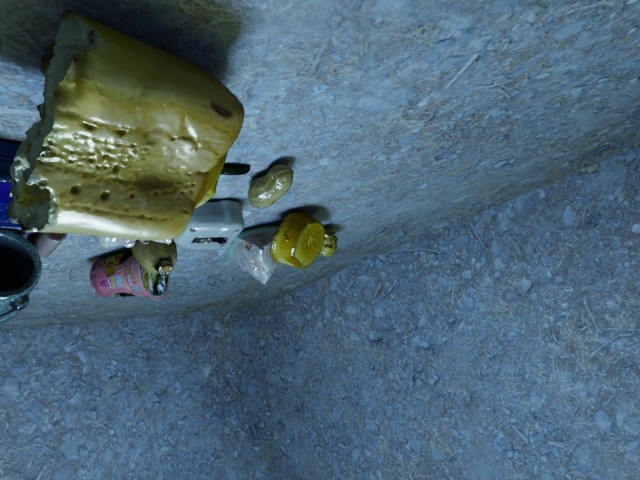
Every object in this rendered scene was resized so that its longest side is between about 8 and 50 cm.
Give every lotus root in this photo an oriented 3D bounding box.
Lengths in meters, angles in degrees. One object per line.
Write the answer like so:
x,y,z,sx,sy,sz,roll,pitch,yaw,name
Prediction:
-0.601,0.028,1.577,0.154,0.257,0.140,-9,125,-38,lotus root

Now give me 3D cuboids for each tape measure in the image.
-0.410,-0.046,1.591,0.264,0.130,0.258,-5,165,-29,tape measure

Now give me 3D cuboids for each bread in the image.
-0.351,-0.190,0.822,0.394,0.250,0.361,3,124,-52,bread
-0.090,-0.004,1.826,0.145,0.269,0.268,23,-177,29,bread

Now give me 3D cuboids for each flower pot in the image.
-1.050,0.128,1.377,0.282,0.299,0.299,-31,158,29,flower pot

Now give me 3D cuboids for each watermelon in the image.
-0.262,0.045,1.905,0.309,0.232,0.193,-4,128,2,watermelon

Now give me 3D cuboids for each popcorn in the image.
0.014,0.003,2.115,0.163,0.140,0.194,13,175,45,popcorn

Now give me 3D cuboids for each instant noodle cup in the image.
-0.794,0.143,1.789,0.254,0.244,0.244,-7,166,8,instant noodle cup

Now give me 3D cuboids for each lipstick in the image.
-0.933,0.016,1.456,0.254,0.070,0.070,-26,160,38,lipstick

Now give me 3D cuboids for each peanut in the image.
-0.166,-0.174,1.405,0.108,0.095,0.226,-4,161,-44,peanut

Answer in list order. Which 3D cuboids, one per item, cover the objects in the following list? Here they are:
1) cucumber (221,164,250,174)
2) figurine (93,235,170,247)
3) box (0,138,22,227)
-0.293,-0.209,1.289,0.184,0.033,0.036,-8,146,-27,cucumber
-0.626,-0.047,1.413,0.256,0.145,0.181,-7,-176,-30,figurine
-0.793,-0.126,1.006,0.261,0.116,0.278,1,160,-46,box
